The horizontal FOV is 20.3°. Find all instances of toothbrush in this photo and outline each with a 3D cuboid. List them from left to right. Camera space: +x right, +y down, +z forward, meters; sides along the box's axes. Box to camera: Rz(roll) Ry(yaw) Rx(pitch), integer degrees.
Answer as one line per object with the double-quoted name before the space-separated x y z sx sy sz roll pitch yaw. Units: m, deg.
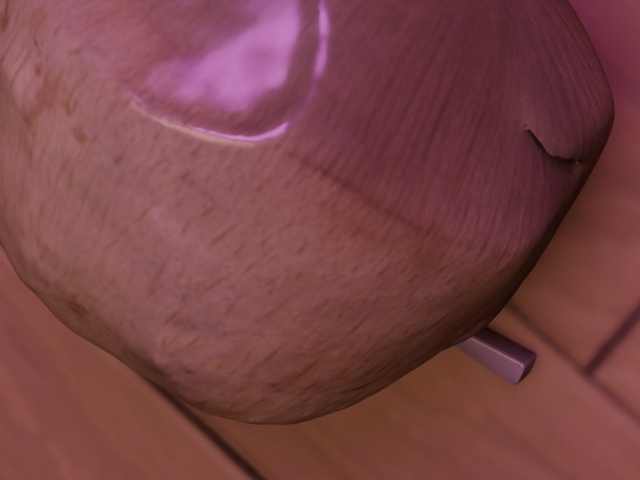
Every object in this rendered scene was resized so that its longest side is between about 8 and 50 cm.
"toothbrush" -0.001 0.002 0.712 0.194 0.014 0.017 33 117 16

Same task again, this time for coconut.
"coconut" -0.009 -0.049 0.595 0.224 0.224 0.224 9 109 26
